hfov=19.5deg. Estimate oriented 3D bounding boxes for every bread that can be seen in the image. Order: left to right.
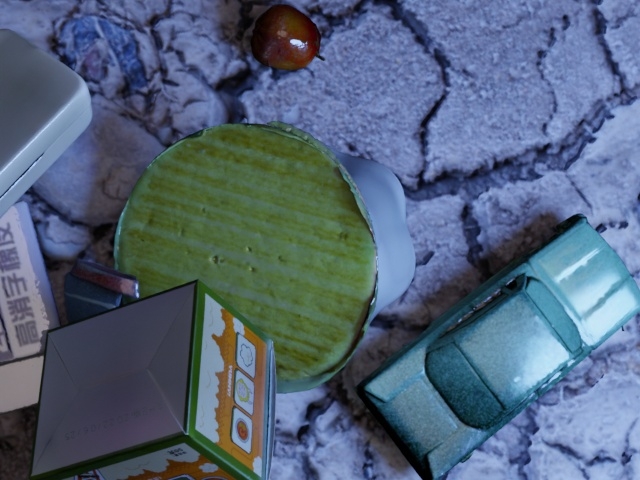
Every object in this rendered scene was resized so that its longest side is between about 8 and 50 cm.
[{"bbox_3d":[-0.077,0.018,1.929,0.301,0.045,0.301,3,98,18],"label":"bread"}]

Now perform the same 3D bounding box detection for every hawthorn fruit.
[{"bbox_3d":[-0.037,-0.217,1.999,0.077,0.077,0.077,1,86,-9],"label":"hawthorn fruit"}]

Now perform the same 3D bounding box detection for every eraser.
[{"bbox_3d":[-0.337,0.074,1.929,0.124,0.068,0.210,-15,89,-9],"label":"eraser"}]

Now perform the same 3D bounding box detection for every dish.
[{"bbox_3d":[0.000,0.000,1.982,0.229,0.081,0.229,1,86,-10],"label":"dish"}]

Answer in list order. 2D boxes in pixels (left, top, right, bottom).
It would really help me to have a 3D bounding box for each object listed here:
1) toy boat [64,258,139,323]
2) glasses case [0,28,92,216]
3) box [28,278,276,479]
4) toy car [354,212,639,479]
[{"bbox_3d":[-0.239,0.087,1.958,0.096,0.034,0.122,19,102,27],"label":"toy boat"},{"bbox_3d":[-0.376,-0.071,1.882,0.131,0.070,0.313,34,68,19],"label":"glasses case"},{"bbox_3d":[-0.163,0.169,1.845,0.195,0.148,0.177,-19,51,26],"label":"box"},{"bbox_3d":[0.203,0.115,1.998,0.321,0.097,0.141,-38,93,-10],"label":"toy car"}]
